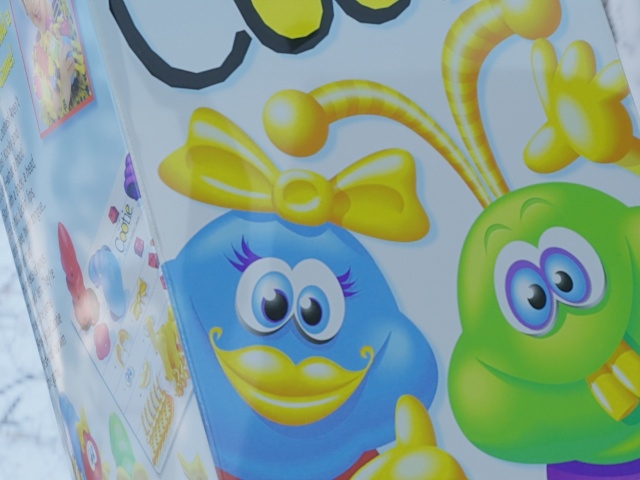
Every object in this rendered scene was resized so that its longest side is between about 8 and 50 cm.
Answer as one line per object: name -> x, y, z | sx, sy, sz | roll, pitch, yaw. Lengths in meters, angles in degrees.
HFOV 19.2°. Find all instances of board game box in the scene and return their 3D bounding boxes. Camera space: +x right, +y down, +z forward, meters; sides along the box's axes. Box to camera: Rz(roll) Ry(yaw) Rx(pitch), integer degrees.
board game box -> 0.000, 0.000, 0.524 | 0.142, 0.144, 0.275 | -12, -101, -23
